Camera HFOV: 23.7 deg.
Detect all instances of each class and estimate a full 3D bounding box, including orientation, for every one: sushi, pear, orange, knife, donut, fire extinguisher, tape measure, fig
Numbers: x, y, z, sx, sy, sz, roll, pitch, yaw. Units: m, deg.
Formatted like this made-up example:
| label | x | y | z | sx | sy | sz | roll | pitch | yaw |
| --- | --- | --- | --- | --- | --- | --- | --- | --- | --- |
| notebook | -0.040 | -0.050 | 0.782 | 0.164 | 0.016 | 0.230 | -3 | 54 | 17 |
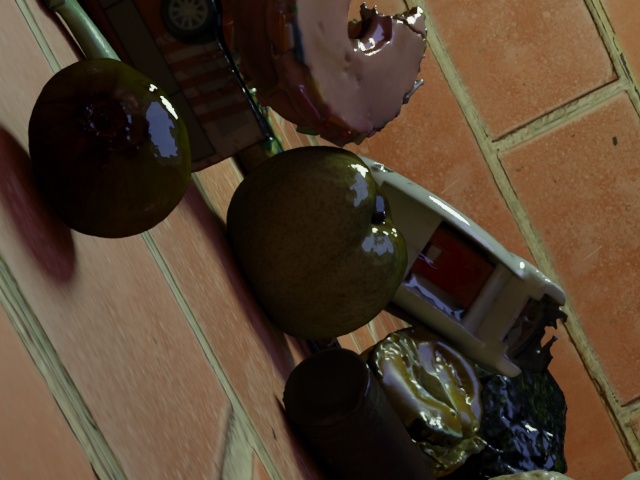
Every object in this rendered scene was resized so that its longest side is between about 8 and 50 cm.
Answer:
| label | x | y | z | sx | sy | sz | roll | pitch | yaw |
| --- | --- | --- | --- | --- | --- | --- | --- | --- | --- |
| sushi | 0.167 | 0.209 | 1.667 | 0.350 | 0.211 | 0.171 | -43 | 111 | -80 |
| pear | 0.000 | 0.000 | 1.299 | 0.167 | 0.136 | 0.167 | 61 | 11 | -20 |
| orange | 0.080 | 0.157 | 1.438 | 0.170 | 0.112 | 0.160 | 47 | 30 | -32 |
| knife | -0.171 | -0.160 | 0.996 | 0.293 | 0.020 | 0.043 | 59 | 7 | -40 |
| donut | 0.000 | -0.184 | 1.272 | 0.199 | 0.085 | 0.233 | -59 | 137 | -36 |
| fire extinguisher | 0.049 | 0.198 | 1.203 | 0.268 | 0.072 | 0.089 | 60 | 40 | -43 |
| tape measure | 0.093 | 0.013 | 1.559 | 0.265 | 0.130 | 0.258 | 37 | -4 | -31 |
| fig | -0.103 | -0.038 | 0.750 | 0.084 | 0.082 | 0.098 | 29 | -18 | 7 |

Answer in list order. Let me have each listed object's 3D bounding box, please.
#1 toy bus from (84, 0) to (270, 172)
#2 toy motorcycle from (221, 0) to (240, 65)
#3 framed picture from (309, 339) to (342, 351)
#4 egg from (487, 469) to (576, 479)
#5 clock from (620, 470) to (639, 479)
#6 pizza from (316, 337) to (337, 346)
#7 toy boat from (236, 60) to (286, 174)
| label | x | y | z | sx | sy | sz | roll | pitch | yaw |
| --- | --- | --- | --- | --- | --- | --- | --- | --- | --- |
| toy bus | -0.160 | -0.245 | 1.150 | 0.409 | 0.092 | 0.093 | 62 | 2 | -12 |
| toy motorcycle | -0.144 | -0.278 | 1.341 | 0.326 | 0.147 | 0.221 | 64 | -18 | -15 |
| framed picture | -0.022 | 0.053 | 1.569 | 0.199 | 0.010 | 0.195 | 63 | 4 | -4 |
| egg | 0.190 | 0.311 | 1.342 | 0.245 | 0.203 | 0.203 | 75 | -5 | -47 |
| clock | 0.254 | 0.358 | 1.047 | 0.326 | 0.184 | 0.342 | -55 | 132 | -42 |
| pizza | -0.008 | 0.017 | 1.420 | 0.036 | 0.099 | 0.160 | -20 | 79 | -54 |
| toy boat | -0.032 | -0.079 | 1.712 | 0.293 | 0.099 | 0.108 | 53 | 8 | -25 |
